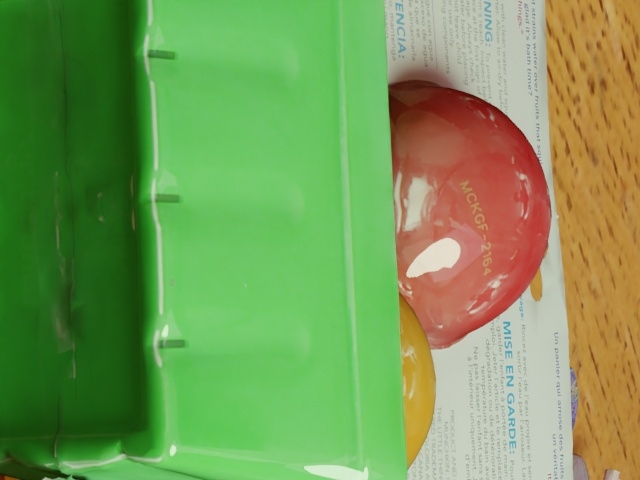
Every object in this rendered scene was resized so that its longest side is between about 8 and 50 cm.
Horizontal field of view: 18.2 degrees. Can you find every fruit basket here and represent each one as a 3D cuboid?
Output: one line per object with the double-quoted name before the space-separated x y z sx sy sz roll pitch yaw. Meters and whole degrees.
"fruit basket" 0.000 0.000 0.857 0.353 0.165 0.327 4 82 -57

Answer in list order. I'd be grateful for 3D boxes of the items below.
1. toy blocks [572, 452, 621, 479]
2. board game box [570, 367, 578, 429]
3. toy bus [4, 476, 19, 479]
"toy blocks" 0.105 0.242 1.179 0.288 0.309 0.260 36 64 -64
"board game box" 0.119 0.153 1.274 0.168 0.033 0.133 -6 120 -47
"toy bus" -0.056 0.163 1.001 0.220 0.149 0.211 -17 144 -40
